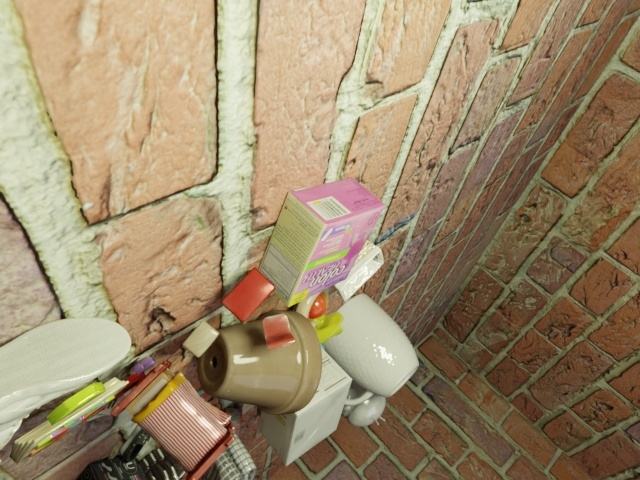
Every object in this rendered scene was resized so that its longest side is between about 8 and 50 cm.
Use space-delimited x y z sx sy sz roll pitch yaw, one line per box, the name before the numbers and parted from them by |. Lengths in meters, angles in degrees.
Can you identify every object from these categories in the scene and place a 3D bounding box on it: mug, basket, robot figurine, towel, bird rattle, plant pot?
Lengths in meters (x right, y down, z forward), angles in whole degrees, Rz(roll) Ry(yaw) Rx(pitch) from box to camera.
mug | 0.162 0.446 1.734 0.374 0.328 0.276 -49 156 3
basket | 0.086 0.071 1.315 0.167 0.103 0.113 -44 156 -8
robot figurine | 0.133 0.632 1.938 0.200 0.353 0.300 -54 154 15
towel | -0.326 0.692 1.426 0.121 0.235 0.284 -19 143 -41
bird rattle | -0.040 0.215 1.346 0.253 0.143 0.207 4 104 -57
plant pot | -0.165 0.293 1.118 0.229 0.263 0.263 13 118 -42

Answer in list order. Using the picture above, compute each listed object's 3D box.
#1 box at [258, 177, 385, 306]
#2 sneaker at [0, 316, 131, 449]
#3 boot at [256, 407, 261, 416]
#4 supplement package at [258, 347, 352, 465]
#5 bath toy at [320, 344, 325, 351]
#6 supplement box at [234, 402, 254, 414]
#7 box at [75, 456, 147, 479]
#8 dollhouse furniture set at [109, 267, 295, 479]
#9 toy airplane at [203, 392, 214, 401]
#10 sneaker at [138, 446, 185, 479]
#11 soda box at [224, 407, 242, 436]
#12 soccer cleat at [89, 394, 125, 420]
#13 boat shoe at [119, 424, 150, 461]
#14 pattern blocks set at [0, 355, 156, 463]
box | 0.000 0.000 1.047 0.213 0.117 0.243 -19 144 -46
sneaker | -0.447 0.224 0.694 0.292 0.108 0.169 -18 153 -47
boot | -0.171 0.534 1.641 0.197 0.073 0.152 -52 160 -19
supplement package | -0.050 0.482 1.342 0.204 0.145 0.262 -21 136 -36
bath toy | -0.112 0.410 1.481 0.348 0.151 0.129 1 93 -52
supplement box | -0.252 0.546 1.562 0.062 0.036 0.098 -25 147 -41
box | -0.547 0.684 1.129 0.247 0.163 0.142 -49 154 6
dollhouse furniture set | -0.191 0.250 0.912 0.374 0.201 0.152 -47 -179 -15
toy airplane | -0.276 0.404 1.316 0.151 0.028 0.151 -39 156 -21
sneaker | -0.489 0.694 1.341 0.281 0.106 0.162 -30 158 -12
soda box | -0.303 0.634 1.557 0.063 0.058 0.183 8 135 -8
soccer cleat | -0.442 0.349 0.950 0.083 0.035 0.029 -30 151 -34
boat shoe | -0.449 0.496 1.155 0.142 0.040 0.049 -51 156 10
pattern blocks set | -0.430 0.308 0.792 0.325 0.026 0.285 -33 172 -38
